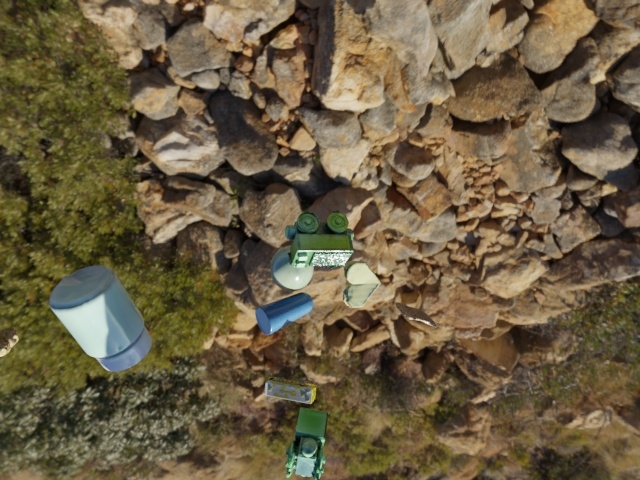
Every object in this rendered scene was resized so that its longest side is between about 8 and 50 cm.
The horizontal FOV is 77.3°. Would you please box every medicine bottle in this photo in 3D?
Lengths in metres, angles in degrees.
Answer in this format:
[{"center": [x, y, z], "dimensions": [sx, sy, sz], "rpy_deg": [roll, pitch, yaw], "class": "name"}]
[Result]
[{"center": [-0.487, 0.179, 0.906], "dimensions": [0.139, 0.139, 0.225], "rpy_deg": [4, 128, 21], "class": "medicine bottle"}]

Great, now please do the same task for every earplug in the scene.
[{"center": [-0.151, 0.322, 1.854], "dimensions": [0.132, 0.273, 0.132], "rpy_deg": [28, 128, 44], "class": "earplug"}]

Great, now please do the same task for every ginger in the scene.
[{"center": [-1.042, 0.332, 1.292], "dimensions": [0.213, 0.137, 0.074], "rpy_deg": [-24, 123, 29], "class": "ginger"}]

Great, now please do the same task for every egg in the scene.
[{"center": [-0.134, 0.133, 1.880], "dimensions": [0.203, 0.203, 0.282], "rpy_deg": [26, 149, 5], "class": "egg"}]

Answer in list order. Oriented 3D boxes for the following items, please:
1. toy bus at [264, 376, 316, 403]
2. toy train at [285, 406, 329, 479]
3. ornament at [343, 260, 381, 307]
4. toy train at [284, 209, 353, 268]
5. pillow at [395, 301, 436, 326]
[{"center": [-0.136, 0.672, 1.797], "dimensions": [0.226, 0.074, 0.081], "rpy_deg": [7, 93, 12], "class": "toy bus"}, {"center": [-0.042, 0.688, 1.343], "dimensions": [0.133, 0.188, 0.243], "rpy_deg": [10, 132, 3], "class": "toy train"}, {"center": [0.186, 0.190, 1.751], "dimensions": [0.180, 0.059, 0.201], "rpy_deg": [1, 94, -23], "class": "ornament"}, {"center": [0.000, 0.000, 1.533], "dimensions": [0.272, 0.188, 0.159], "rpy_deg": [2, 152, -15], "class": "toy train"}, {"center": [0.453, 0.351, 1.909], "dimensions": [0.211, 0.135, 0.034], "rpy_deg": [21, 108, -29], "class": "pillow"}]
